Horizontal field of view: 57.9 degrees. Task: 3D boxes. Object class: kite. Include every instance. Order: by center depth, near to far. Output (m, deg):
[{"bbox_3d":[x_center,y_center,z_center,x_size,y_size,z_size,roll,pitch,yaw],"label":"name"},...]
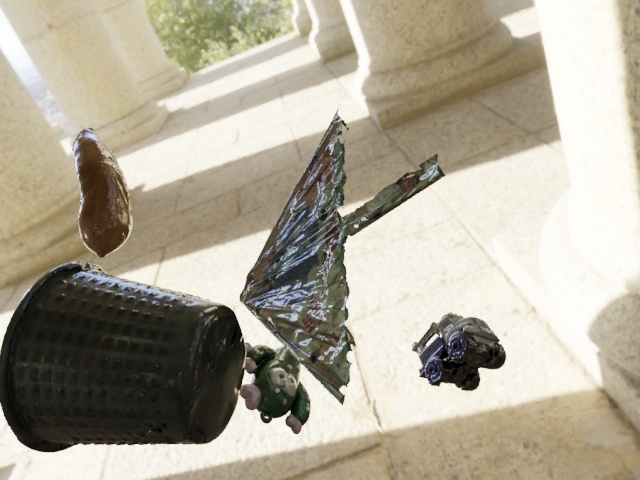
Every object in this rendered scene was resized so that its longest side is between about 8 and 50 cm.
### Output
[{"bbox_3d":[0.000,0.000,0.681,0.368,0.014,0.406,-34,44,40],"label":"kite"}]

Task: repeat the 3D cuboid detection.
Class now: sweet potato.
[{"bbox_3d":[-0.396,-0.104,1.047,0.097,0.097,0.291,-21,63,5],"label":"sweet potato"}]

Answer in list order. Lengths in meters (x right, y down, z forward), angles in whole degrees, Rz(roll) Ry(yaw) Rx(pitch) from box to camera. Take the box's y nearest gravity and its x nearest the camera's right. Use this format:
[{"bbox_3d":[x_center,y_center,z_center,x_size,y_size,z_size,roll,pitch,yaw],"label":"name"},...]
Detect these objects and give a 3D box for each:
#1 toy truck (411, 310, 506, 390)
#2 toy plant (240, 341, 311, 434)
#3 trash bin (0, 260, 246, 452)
[{"bbox_3d":[0.347,0.278,1.491,0.213,0.161,0.177,-52,36,26],"label":"toy truck"},{"bbox_3d":[-0.120,0.387,1.545,0.112,0.233,0.243,-39,41,32],"label":"toy plant"},{"bbox_3d":[-0.159,0.108,0.518,0.161,0.175,0.175,2,33,16],"label":"trash bin"}]
